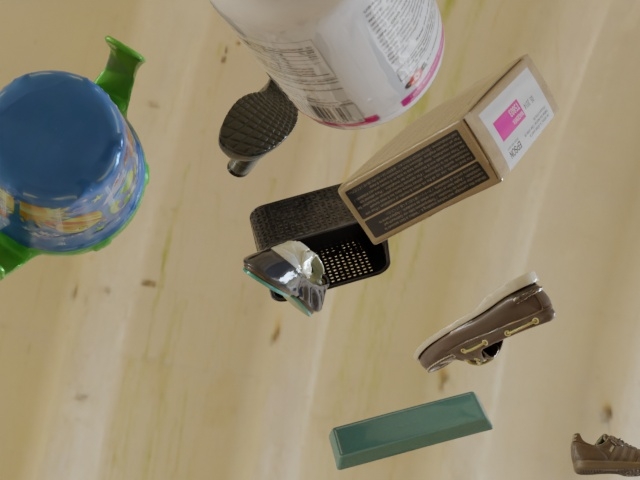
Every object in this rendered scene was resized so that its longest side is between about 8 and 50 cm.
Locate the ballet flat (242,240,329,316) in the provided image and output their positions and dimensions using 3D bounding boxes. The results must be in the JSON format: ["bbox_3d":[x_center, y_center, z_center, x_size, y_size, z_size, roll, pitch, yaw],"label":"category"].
[{"bbox_3d":[-0.034,0.037,1.262,0.074,0.074,0.203,-7,-18,16],"label":"ballet flat"}]

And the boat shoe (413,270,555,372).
[{"bbox_3d":[0.298,0.175,1.941,0.116,0.097,0.324,-16,-20,-48],"label":"boat shoe"}]

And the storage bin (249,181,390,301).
[{"bbox_3d":[0.000,0.000,1.494,0.180,0.084,0.122,-15,-43,-5],"label":"storage bin"}]

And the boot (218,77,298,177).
[{"bbox_3d":[-0.091,-0.142,1.485,0.083,0.246,0.161,33,-50,0],"label":"boot"}]

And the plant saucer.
[{"bbox_3d":[0.106,0.224,1.258,0.192,0.067,0.018,-15,-61,-2],"label":"plant saucer"}]

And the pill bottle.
[{"bbox_3d":[-0.003,-0.211,0.834,0.160,0.161,0.283,-7,-18,16],"label":"pill bottle"}]

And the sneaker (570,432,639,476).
[{"bbox_3d":[0.524,0.373,1.843,0.188,0.071,0.066,7,-28,-24],"label":"sneaker"}]

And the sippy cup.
[{"bbox_3d":[-0.334,-0.107,1.330,0.239,0.306,0.224,-4,-7,-11],"label":"sippy cup"}]

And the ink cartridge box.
[{"bbox_3d":[0.157,-0.110,1.251,0.193,0.234,0.088,-27,-80,38],"label":"ink cartridge box"}]
